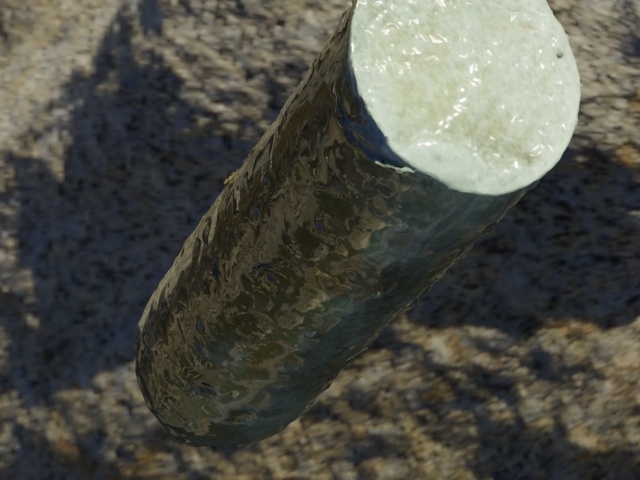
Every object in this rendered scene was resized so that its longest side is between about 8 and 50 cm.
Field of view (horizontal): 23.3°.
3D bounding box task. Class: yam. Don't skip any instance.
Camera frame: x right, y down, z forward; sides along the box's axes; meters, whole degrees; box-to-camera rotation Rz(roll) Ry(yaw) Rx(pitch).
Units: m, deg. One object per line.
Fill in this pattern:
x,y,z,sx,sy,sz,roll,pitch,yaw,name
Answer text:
0.000,0.000,0.606,0.093,0.093,0.259,56,144,12,yam
